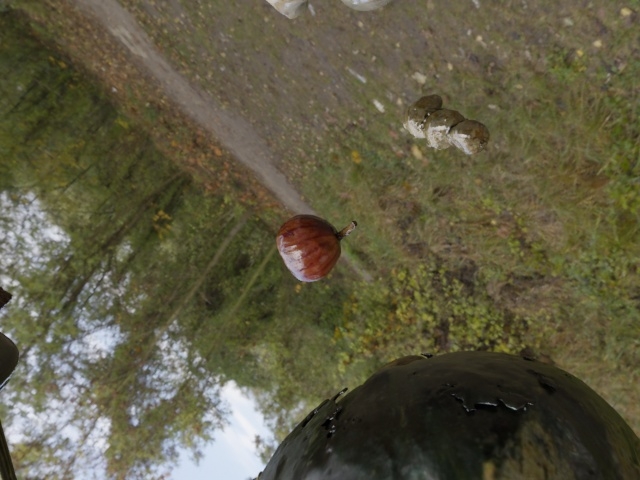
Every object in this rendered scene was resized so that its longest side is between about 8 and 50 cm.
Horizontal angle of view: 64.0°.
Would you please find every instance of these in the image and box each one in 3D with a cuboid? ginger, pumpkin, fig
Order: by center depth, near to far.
[{"bbox_3d":[0.142,0.303,0.582,0.454,0.455,0.343,88,168,-77],"label":"pumpkin"},{"bbox_3d":[-0.017,-0.001,0.955,0.129,0.150,0.128,31,-172,-5],"label":"fig"},{"bbox_3d":[0.262,-0.240,1.077,0.080,0.104,0.204,29,-168,-48],"label":"ginger"}]

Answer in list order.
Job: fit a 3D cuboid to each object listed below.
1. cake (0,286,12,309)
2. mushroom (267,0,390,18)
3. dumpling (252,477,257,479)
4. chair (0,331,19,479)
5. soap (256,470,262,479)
[{"bbox_3d":[-0.657,0.112,0.893,0.147,0.135,0.134,48,-172,-19],"label":"cake"},{"bbox_3d":[0.010,-0.522,0.896,0.297,0.290,0.297,41,-149,-32],"label":"mushroom"},{"bbox_3d":[0.004,0.437,0.862,0.166,0.216,0.126,45,-158,-45],"label":"dumpling"},{"bbox_3d":[-0.593,0.346,0.715,0.362,0.409,0.365,-2,-165,-40],"label":"chair"},{"bbox_3d":[-0.092,0.397,0.776,0.012,0.089,0.034,-7,140,9],"label":"soap"}]
